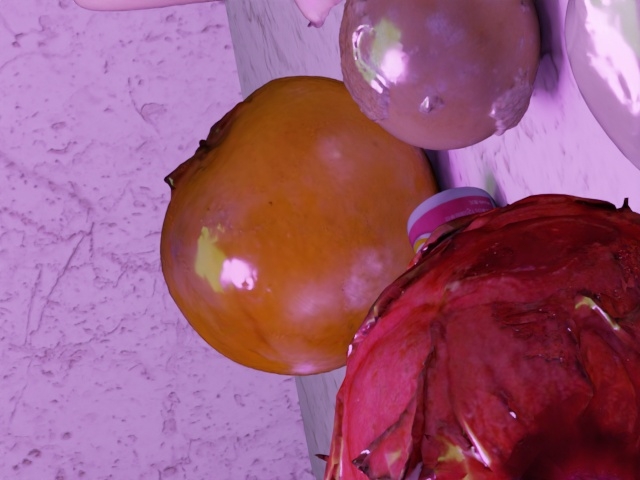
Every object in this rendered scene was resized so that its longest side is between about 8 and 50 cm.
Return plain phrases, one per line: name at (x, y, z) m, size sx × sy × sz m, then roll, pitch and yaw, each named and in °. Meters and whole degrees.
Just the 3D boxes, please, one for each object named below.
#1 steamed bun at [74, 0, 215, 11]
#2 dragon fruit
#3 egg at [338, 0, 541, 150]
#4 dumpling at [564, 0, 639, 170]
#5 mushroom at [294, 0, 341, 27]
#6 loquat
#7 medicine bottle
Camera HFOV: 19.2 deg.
steamed bun at (-0.048, -0.393, 1.271) m, size 0.290 × 0.371 × 0.456 m, roll 100°, pitch 156°, yaw -58°
dragon fruit at (0.147, 0.116, 1.199) m, size 0.301 × 0.296 × 0.295 m, roll -84°, pitch -18°, yaw -75°
egg at (0.094, -0.153, 1.495) m, size 0.201 × 0.164 × 0.164 m, roll 80°, pitch 172°, yaw -64°
dumpling at (0.200, -0.115, 1.022) m, size 0.151 × 0.124 × 0.229 m, roll -53°, pitch -50°, yaw -50°
mushroom at (0.012, -0.297, 1.637) m, size 0.173 × 0.162 × 0.236 m, roll 52°, pitch 173°, yaw -12°
loquat at (0.000, 0.000, 2.040) m, size 0.359 × 0.328 × 0.328 m, roll 32°, pitch 178°, yaw -9°
medicine bottle at (0.153, 0.059, 1.751) m, size 0.090 × 0.090 × 0.216 m, roll 88°, pitch 165°, yaw -59°
